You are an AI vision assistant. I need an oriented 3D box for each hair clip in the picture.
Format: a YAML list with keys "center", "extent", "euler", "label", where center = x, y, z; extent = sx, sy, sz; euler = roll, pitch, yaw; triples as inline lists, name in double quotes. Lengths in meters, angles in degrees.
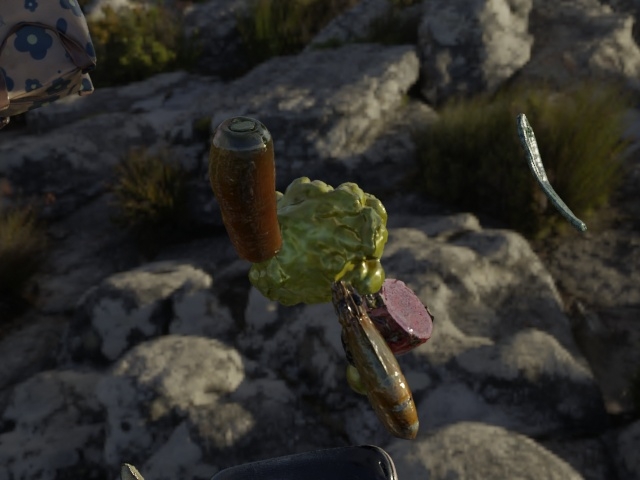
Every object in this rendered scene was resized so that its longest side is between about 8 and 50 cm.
- center: [0.386, -0.111, 1.698]
  extent: [0.036, 0.229, 0.066]
  euler: [-30, -9, 21]
  label: "hair clip"

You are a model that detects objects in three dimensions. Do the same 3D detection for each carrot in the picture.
- center: [-0.094, -0.060, 1.244]
  extent: [0.087, 0.193, 0.087]
  euler: [-1, 36, 1]
  label: "carrot"

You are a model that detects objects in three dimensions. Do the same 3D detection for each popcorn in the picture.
- center: [0.000, 0.000, 1.800]
  extent: [0.250, 0.235, 0.242]
  euler: [-1, 61, 9]
  label: "popcorn"

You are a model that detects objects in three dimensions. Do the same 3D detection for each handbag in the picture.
- center: [-0.520, -0.320, 1.722]
  extent: [0.251, 0.193, 0.190]
  euler: [-27, -6, -17]
  label: "handbag"

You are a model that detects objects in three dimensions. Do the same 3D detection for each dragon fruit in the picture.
- center: [0.172, 0.205, 2.635]
  extent: [0.282, 0.147, 0.211]
  euler: [18, 42, -43]
  label: "dragon fruit"

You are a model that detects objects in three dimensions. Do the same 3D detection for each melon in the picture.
- center: [-0.355, 0.511, 1.976]
  extent: [0.054, 0.182, 0.098]
  euler: [-31, 12, -21]
  label: "melon"

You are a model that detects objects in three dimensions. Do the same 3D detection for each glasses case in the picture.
- center: [-0.037, 0.384, 1.487]
  extent: [0.314, 0.075, 0.122]
  euler: [-14, 61, 16]
  label: "glasses case"

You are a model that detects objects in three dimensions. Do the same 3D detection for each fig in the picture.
- center: [0.099, 0.235, 1.854]
  extent: [0.093, 0.093, 0.166]
  euler: [2, 8, 10]
  label: "fig"

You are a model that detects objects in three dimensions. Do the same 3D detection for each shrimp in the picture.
- center: [0.079, 0.190, 1.589]
  extent: [0.062, 0.287, 0.152]
  euler: [-26, 4, -11]
  label: "shrimp"
